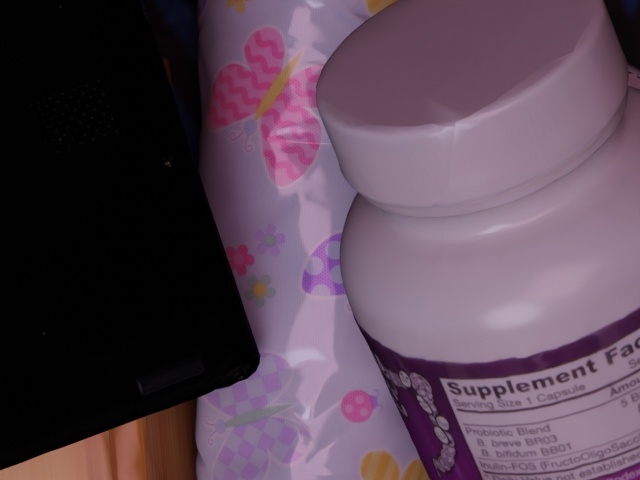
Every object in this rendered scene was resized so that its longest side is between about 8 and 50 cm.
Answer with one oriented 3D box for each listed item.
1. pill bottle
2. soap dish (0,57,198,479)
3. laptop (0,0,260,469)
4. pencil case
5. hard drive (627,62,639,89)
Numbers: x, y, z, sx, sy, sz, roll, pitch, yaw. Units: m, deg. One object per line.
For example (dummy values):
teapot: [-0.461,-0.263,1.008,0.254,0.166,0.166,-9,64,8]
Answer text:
pill bottle: [0.108,0.036,0.879,0.169,0.169,0.301,-25,120,0]
soap dish: [-0.177,0.062,0.966,0.229,0.118,0.291,-5,90,-1]
laptop: [-0.277,-0.089,0.851,0.382,0.236,0.408,-20,128,-5]
pencil case: [0.000,0.000,0.969,0.124,0.113,0.273,-1,90,14]
hard drive: [0.134,-0.079,0.980,0.135,0.094,0.022,28,91,-2]
